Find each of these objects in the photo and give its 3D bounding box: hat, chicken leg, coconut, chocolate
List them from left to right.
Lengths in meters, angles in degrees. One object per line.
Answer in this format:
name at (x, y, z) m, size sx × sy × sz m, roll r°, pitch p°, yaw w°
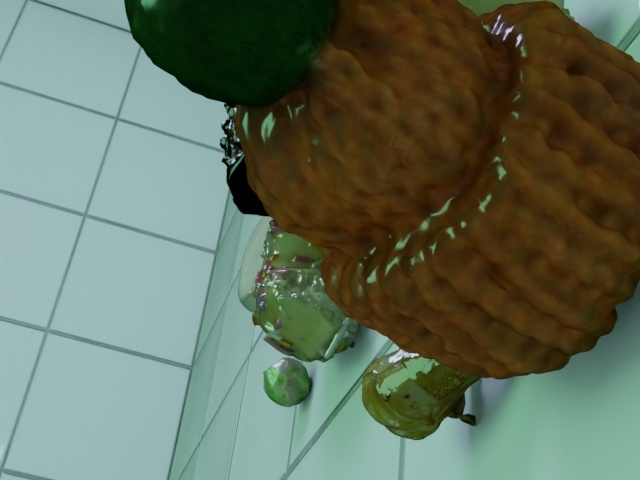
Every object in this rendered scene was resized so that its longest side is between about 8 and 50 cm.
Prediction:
chocolate at (-0.089, -0.170, 1.574) m, size 0.206 × 0.224 × 0.177 m, roll -52°, pitch 56°, yaw 28°
coconut at (-0.053, 0.230, 1.558) m, size 0.082 × 0.081 × 0.083 m, roll -20°, pitch -63°, yaw -60°
hat at (0.035, -0.058, 0.675) m, size 0.285 × 0.400 × 0.285 m, roll -41°, pitch 41°, yaw 48°
chicken leg at (0.125, 0.112, 0.861) m, size 0.207 × 0.101 × 0.085 m, roll -39°, pitch 34°, yaw 35°

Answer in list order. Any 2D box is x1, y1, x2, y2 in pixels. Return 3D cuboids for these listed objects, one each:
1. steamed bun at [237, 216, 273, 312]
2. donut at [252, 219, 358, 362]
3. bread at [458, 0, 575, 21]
steamed bun at (-0.061, 0.040, 1.714) m, size 0.177 × 0.130 × 0.228 m, roll -55°, pitch 18°, yaw 30°
donut at (0.001, -0.006, 1.430) m, size 0.307 × 0.150 × 0.371 m, roll 137°, pitch 149°, yaw -76°
bread at (0.122, -0.163, 0.963) m, size 0.314 × 0.192 × 0.171 m, roll 152°, pitch 135°, yaw -74°
